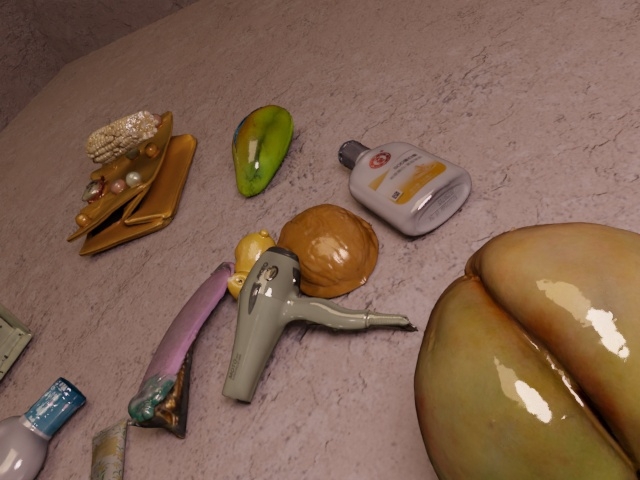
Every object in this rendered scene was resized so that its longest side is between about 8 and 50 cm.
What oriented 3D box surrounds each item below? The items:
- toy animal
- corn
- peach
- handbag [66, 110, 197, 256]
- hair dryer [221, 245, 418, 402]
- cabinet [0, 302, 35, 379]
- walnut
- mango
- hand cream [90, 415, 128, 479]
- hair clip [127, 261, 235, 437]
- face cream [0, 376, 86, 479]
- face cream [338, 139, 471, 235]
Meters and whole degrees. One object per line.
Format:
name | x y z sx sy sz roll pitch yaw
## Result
toy animal | -0.120 0.064 0.993 0.083 0.070 0.159 130 157 -54
corn | -0.480 -0.243 1.405 0.211 0.087 0.087 -16 39 36
peach | 0.218 0.123 0.519 0.292 0.247 0.292 -39 34 32
handbag | -0.481 -0.150 1.488 0.283 0.133 0.401 -27 36 19
hair dryer | -0.033 0.150 0.829 0.267 0.092 0.229 28 81 32
cabinet | -0.749 0.226 1.236 0.206 0.150 0.145 -13 36 27
walnut | 0.000 -0.001 0.959 0.167 0.087 0.211 -41 36 -11
mango | -0.134 -0.200 1.277 0.125 0.111 0.232 -11 53 47
hand cream | -0.313 0.338 0.860 0.067 0.042 0.194 -35 32 2
hair clip | -0.220 0.163 0.964 0.096 0.110 0.358 13 40 -4
face cream | -0.528 0.371 0.955 0.163 0.080 0.336 18 60 49
face cream | 0.121 -0.109 1.000 0.144 0.071 0.291 -38 35 -5
